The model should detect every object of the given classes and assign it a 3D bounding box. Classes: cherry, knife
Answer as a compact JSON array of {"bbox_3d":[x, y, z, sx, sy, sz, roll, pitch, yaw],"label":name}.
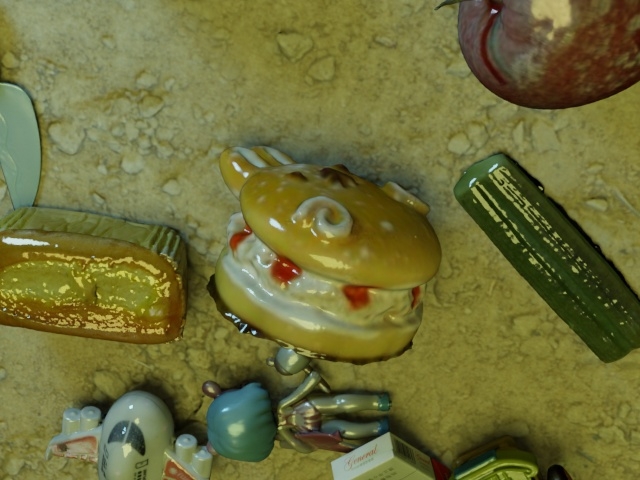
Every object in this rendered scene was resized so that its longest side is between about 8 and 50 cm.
[{"bbox_3d":[0.255,-0.262,1.298,0.285,0.213,0.236,-4,141,-13],"label":"cherry"},{"bbox_3d":[-0.418,-0.184,1.564,0.080,0.044,0.331,-12,117,8],"label":"knife"}]

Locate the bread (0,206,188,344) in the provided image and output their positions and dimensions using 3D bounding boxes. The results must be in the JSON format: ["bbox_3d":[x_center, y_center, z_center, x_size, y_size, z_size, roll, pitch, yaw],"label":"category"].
[{"bbox_3d":[-0.312,0.048,1.599,0.288,0.119,0.153,8,120,7],"label":"bread"}]

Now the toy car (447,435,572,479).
[{"bbox_3d":[0.266,0.387,1.623,0.200,0.142,0.248,-26,99,11],"label":"toy car"}]

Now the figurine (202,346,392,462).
[{"bbox_3d":[-0.032,0.226,1.633,0.260,0.103,0.205,-1,116,1],"label":"figurine"}]

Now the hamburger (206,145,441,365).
[{"bbox_3d":[0.000,0.000,1.459,0.302,0.261,0.186,33,118,42],"label":"hamburger"}]

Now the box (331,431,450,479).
[{"bbox_3d":[0.100,0.324,1.644,0.100,0.048,0.152,-30,138,24],"label":"box"}]

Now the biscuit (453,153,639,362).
[{"bbox_3d":[0.297,0.024,1.513,0.099,0.038,0.322,-38,102,26],"label":"biscuit"}]

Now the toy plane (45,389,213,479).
[{"bbox_3d":[-0.269,0.325,1.712,0.252,0.118,0.252,5,115,12],"label":"toy plane"}]
